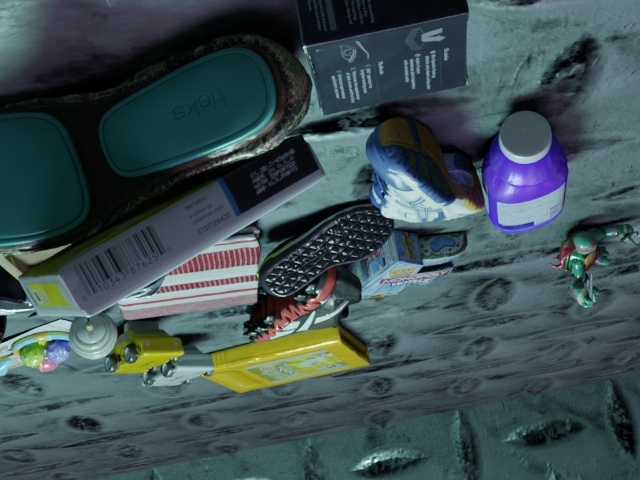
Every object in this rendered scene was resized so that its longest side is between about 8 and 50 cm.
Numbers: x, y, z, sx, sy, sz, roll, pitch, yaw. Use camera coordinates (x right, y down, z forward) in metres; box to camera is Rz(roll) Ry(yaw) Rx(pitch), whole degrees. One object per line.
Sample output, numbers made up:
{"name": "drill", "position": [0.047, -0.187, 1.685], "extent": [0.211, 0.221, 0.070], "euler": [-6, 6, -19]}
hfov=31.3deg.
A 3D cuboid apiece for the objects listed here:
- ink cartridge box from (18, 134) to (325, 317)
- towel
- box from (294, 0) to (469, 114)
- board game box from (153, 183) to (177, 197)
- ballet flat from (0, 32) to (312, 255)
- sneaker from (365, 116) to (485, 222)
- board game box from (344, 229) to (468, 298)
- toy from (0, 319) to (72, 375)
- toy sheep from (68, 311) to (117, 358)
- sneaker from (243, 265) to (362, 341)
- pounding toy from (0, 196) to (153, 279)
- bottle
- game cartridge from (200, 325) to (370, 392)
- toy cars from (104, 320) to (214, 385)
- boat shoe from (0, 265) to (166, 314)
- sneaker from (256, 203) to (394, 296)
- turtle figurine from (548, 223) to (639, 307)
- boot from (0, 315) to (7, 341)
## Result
{"name": "ink cartridge box", "position": [-0.186, -0.013, 1.289], "extent": [0.303, 0.072, 0.307], "euler": [-33, -167, -23]}
{"name": "towel", "position": [-0.215, 0.053, 1.823], "extent": [0.237, 0.037, 0.329], "euler": [-8, 161, -7]}
{"name": "box", "position": [0.061, -0.208, 1.123], "extent": [0.158, 0.093, 0.156], "euler": [-11, 161, 3]}
{"name": "board game box", "position": [-0.201, -0.043, 1.549], "extent": [0.201, 0.035, 0.136], "euler": [-26, 156, 37]}
{"name": "ballet flat", "position": [-0.228, -0.093, 1.239], "extent": [0.482, 0.164, 0.182], "euler": [-17, 178, 13]}
{"name": "sneaker", "position": [0.115, -0.072, 1.524], "extent": [0.131, 0.112, 0.296], "euler": [-19, 159, 23]}
{"name": "board game box", "position": [0.150, 0.037, 1.944], "extent": [0.194, 0.060, 0.194], "euler": [-6, 162, -14]}
{"name": "toy", "position": [-0.518, 0.211, 2.080], "extent": [0.237, 0.056, 0.137], "euler": [-19, 161, 23]}
{"name": "toy sheep", "position": [-0.389, 0.158, 1.949], "extent": [0.091, 0.091, 0.132], "euler": [-10, 161, -2]}
{"name": "sneaker", "position": [-0.029, 0.116, 1.972], "extent": [0.135, 0.098, 0.276], "euler": [18, 145, -30]}
{"name": "pounding toy", "position": [-0.309, -0.042, 1.418], "extent": [0.206, 0.094, 0.181], "euler": [-20, 157, 1]}
{"name": "bottle", "position": [0.282, -0.094, 1.581], "extent": [0.118, 0.092, 0.283], "euler": [-18, 161, 5]}
{"name": "game cartridge", "position": [-0.076, 0.264, 2.492], "extent": [0.323, 0.053, 0.285], "euler": [-16, 161, 11]}
{"name": "toy cars", "position": [-0.305, 0.213, 2.175], "extent": [0.176, 0.087, 0.394], "euler": [-8, 165, 8]}
{"name": "boat shoe", "position": [-0.360, 0.047, 1.553], "extent": [0.301, 0.108, 0.102], "euler": [2, 174, -16]}
{"name": "sneaker", "position": [0.000, 0.000, 1.759], "extent": [0.234, 0.084, 0.097], "euler": [-26, -158, 8]}
{"name": "turtle figurine", "position": [0.484, 0.031, 2.041], "extent": [0.175, 0.118, 0.234], "euler": [-52, 163, -6]}
{"name": "boot", "position": [-0.533, 0.170, 1.670], "extent": [0.091, 0.263, 0.229], "euler": [16, 156, -35]}
